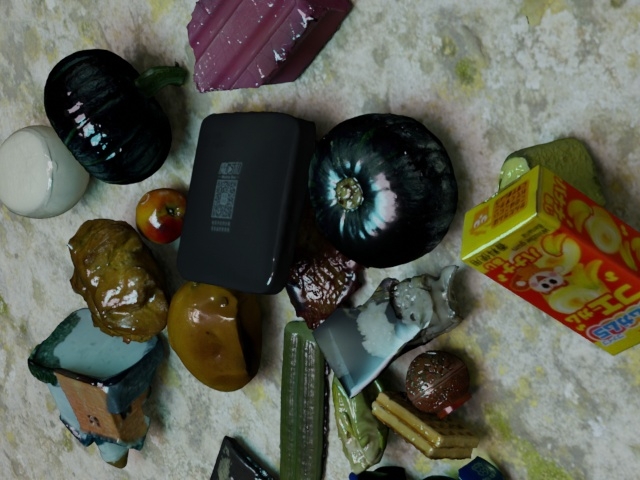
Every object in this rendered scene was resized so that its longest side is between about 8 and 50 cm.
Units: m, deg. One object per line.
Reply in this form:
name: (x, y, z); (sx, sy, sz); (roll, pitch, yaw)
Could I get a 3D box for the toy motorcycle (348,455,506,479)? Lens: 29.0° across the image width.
toy motorcycle: (0.179, 0.423, 1.912); (0.331, 0.125, 0.196); (2, 103, 39)

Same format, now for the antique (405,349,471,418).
antique: (0.174, 0.211, 1.851); (0.104, 0.104, 0.104); (16, 114, 39)

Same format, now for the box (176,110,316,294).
box: (-0.122, -0.062, 1.966); (0.290, 0.073, 0.289); (5, 84, 54)

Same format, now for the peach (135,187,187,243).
peach: (-0.281, -0.044, 2.191); (0.101, 0.101, 0.100); (16, 114, 39)

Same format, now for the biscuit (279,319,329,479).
biscuit: (-0.032, 0.292, 2.114); (0.099, 0.038, 0.322); (20, 117, 40)

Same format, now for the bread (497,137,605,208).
bread: (0.299, -0.064, 1.635); (0.111, 0.114, 0.129); (-45, 59, 49)

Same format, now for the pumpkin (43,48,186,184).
pumpkin: (-0.337, -0.229, 2.115); (0.248, 0.248, 0.248); (16, 114, 39)

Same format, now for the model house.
model house: (-0.409, 0.310, 2.398); (0.253, 0.184, 0.291); (12, 125, 33)

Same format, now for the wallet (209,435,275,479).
wallet: (-0.163, 0.523, 2.294); (0.170, 0.044, 0.321); (43, 132, 31)

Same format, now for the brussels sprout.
brussels sprout: (0.064, 0.274, 1.975); (0.181, 0.100, 0.139); (71, 160, 4)

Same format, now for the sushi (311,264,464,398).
sushi: (0.131, 0.119, 1.872); (0.273, 0.109, 0.134); (-42, 60, 25)

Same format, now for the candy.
candy: (0.323, 0.030, 1.556); (0.276, 0.088, 0.146); (32, 137, -24)

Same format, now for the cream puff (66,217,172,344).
cream puff: (-0.356, 0.073, 2.225); (0.241, 0.155, 0.269); (64, 160, 5)

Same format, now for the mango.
mango: (-0.179, 0.160, 2.134); (0.166, 0.136, 0.236); (4, 123, 22)

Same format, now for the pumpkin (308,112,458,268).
pumpkin: (0.087, -0.073, 1.794); (0.233, 0.163, 0.233); (13, 110, 39)

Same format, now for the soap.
soap: (-0.101, -0.325, 1.916); (0.182, 0.112, 0.289); (57, 133, 13)

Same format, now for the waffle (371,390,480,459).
waffle: (0.158, 0.278, 1.873); (0.148, 0.102, 0.042); (35, 109, 45)

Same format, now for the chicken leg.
chicken leg: (-0.011, -0.001, 1.976); (0.177, 0.083, 0.322); (-12, 97, 36)

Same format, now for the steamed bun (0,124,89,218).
steamed bun: (-0.524, -0.129, 2.359); (0.228, 0.131, 0.177); (-9, 87, 45)
